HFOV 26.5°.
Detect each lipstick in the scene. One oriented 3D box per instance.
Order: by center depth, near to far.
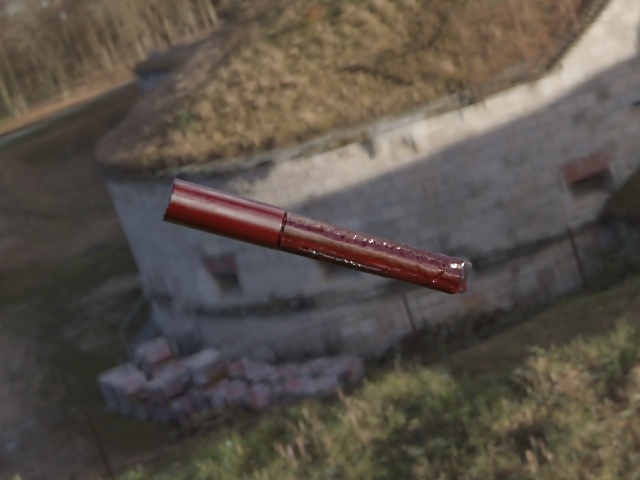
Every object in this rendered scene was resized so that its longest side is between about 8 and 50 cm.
[{"bbox_3d":[0.000,0.001,0.758,0.176,0.027,0.027,16,12,-8],"label":"lipstick"}]
